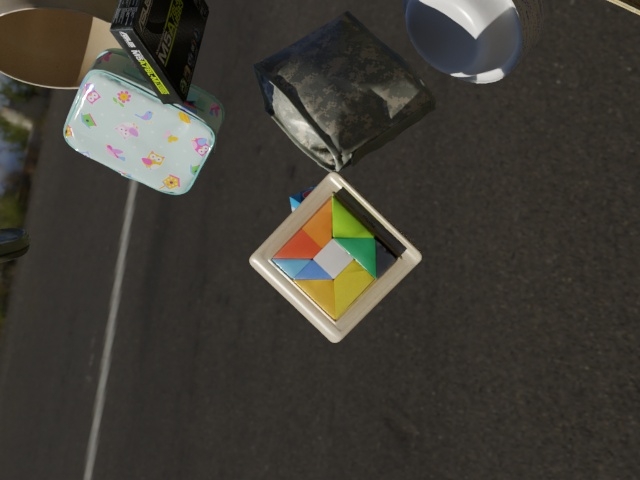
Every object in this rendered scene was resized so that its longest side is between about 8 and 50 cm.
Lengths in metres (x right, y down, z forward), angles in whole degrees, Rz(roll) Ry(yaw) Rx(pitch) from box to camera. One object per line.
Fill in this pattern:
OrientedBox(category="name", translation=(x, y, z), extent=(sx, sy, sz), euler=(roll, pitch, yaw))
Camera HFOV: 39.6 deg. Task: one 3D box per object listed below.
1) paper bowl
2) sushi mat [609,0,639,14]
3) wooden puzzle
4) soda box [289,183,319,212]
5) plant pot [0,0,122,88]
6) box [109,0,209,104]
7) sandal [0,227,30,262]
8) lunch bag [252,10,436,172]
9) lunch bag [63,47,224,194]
OrientedBox(category="paper bowl", translation=(0.283, -0.438, 1.750), extent=(0.148, 0.284, 0.284), euler=(-45, 6, -29))
OrientedBox(category="sushi mat", translation=(0.494, -0.337, 1.276), extent=(0.151, 0.316, 0.019), euler=(-76, 12, -47))
OrientedBox(category="wooden puzzle", translation=(0.024, 0.033, 1.559), extent=(0.239, 0.221, 0.044), euler=(-46, 1, 16))
OrientedBox(category="soda box", translation=(0.000, 0.000, 1.764), extent=(0.067, 0.071, 0.210), euler=(33, 141, 48))
OrientedBox(category="plant pot", translation=(-0.489, -0.436, 1.672), extent=(0.284, 0.284, 0.191), euler=(142, 129, -58))
OrientedBox(category="box", translation=(-0.235, -0.332, 1.332), extent=(0.184, 0.045, 0.191), euler=(63, -147, -59))
OrientedBox(category="sandal", translation=(-0.594, -0.005, 1.359), extent=(0.120, 0.302, 0.086), euler=(24, 114, 39))
OrientedBox(category="lunch bag", translation=(0.050, -0.267, 1.706), extent=(0.287, 0.235, 0.169), euler=(49, 165, 33))
OrientedBox(category="lunch bag", translation=(-0.326, -0.225, 1.689), extent=(0.224, 0.279, 0.108), euler=(-55, 16, 37))
